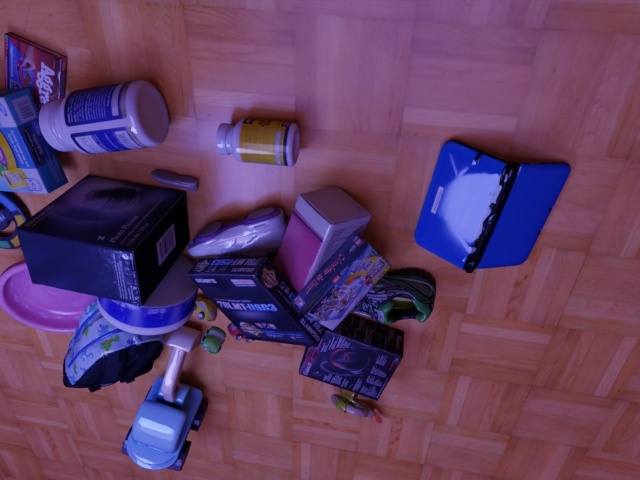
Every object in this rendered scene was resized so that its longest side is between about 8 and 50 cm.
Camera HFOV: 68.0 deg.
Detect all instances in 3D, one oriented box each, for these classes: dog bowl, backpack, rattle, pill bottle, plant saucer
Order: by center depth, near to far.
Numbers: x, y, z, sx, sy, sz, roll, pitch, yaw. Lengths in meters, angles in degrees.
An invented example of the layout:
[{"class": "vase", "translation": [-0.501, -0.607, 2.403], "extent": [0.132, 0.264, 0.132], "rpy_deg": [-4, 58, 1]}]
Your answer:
[{"class": "pill bottle", "translation": [-0.146, -0.232, 1.119], "extent": [0.184, 0.103, 0.103], "rpy_deg": [6, 124, 7]}, {"class": "pill bottle", "translation": [-0.515, -0.287, 1.132], "extent": [0.264, 0.153, 0.153], "rpy_deg": [-3, 122, 14]}, {"class": "dog bowl", "translation": [-0.478, 0.132, 1.330], "extent": [0.265, 0.265, 0.104], "rpy_deg": [21, 122, -2]}, {"class": "backpack", "translation": [-0.624, 0.314, 1.462], "extent": [0.290, 0.273, 0.355], "rpy_deg": [-4, 167, -33]}, {"class": "plant saucer", "translation": [-0.812, 0.159, 1.482], "extent": [0.332, 0.084, 0.332], "rpy_deg": [-5, 134, -6]}, {"class": "rattle", "translation": [0.144, 0.524, 1.596], "extent": [0.199, 0.143, 0.130], "rpy_deg": [22, 158, -21]}]

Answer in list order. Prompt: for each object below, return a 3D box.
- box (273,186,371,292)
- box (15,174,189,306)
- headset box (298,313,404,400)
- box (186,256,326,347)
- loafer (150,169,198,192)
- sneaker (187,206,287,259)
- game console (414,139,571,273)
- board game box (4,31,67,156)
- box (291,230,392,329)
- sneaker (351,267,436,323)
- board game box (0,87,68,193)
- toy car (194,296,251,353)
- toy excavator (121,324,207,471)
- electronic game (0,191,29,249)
[{"class": "box", "translation": [0.000, 0.000, 1.191], "extent": [0.127, 0.148, 0.232], "rpy_deg": [44, 129, 28]}, {"class": "box", "translation": [-0.540, -0.012, 1.229], "extent": [0.294, 0.296, 0.183], "rpy_deg": [10, 125, 5]}, {"class": "headset box", "translation": [0.077, 0.337, 1.438], "extent": [0.293, 0.110, 0.218], "rpy_deg": [18, 124, 0]}, {"class": "box", "translation": [-0.174, 0.166, 1.280], "extent": [0.295, 0.073, 0.293], "rpy_deg": [-3, 134, 41]}, {"class": "loafer", "translation": [-0.388, -0.154, 1.260], "extent": [0.125, 0.045, 0.039], "rpy_deg": [12, 131, 0]}, {"class": "sneaker", "translation": [-0.221, 0.014, 1.289], "extent": [0.305, 0.114, 0.152], "rpy_deg": [-13, 118, 20]}, {"class": "game console", "translation": [0.402, -0.083, 1.148], "extent": [0.250, 0.173, 0.293], "rpy_deg": [32, 129, 29]}, {"class": "board game box", "translation": [-0.726, -0.359, 1.206], "extent": [0.145, 0.027, 0.281], "rpy_deg": [23, 124, -4]}, {"class": "box", "translation": [0.057, 0.106, 1.186], "extent": [0.233, 0.044, 0.159], "rpy_deg": [-48, 137, 3]}, {"class": "sneaker", "translation": [0.137, 0.149, 1.283], "extent": [0.343, 0.146, 0.134], "rpy_deg": [-2, 122, 14]}, {"class": "board game box", "translation": [-0.861, -0.256, 1.240], "extent": [0.336, 0.079, 0.254], "rpy_deg": [5, 124, 19]}, {"class": "toy car", "translation": [-0.298, 0.260, 1.413], "extent": [0.239, 0.225, 0.053], "rpy_deg": [33, 103, -9]}, {"class": "toy excavator", "translation": [-0.506, 0.542, 1.607], "extent": [0.222, 0.433, 0.445], "rpy_deg": [20, 152, -1]}, {"class": "electronic game", "translation": [-0.987, -0.071, 1.436], "extent": [0.229, 0.048, 0.229], "rpy_deg": [6, 124, 8]}]
